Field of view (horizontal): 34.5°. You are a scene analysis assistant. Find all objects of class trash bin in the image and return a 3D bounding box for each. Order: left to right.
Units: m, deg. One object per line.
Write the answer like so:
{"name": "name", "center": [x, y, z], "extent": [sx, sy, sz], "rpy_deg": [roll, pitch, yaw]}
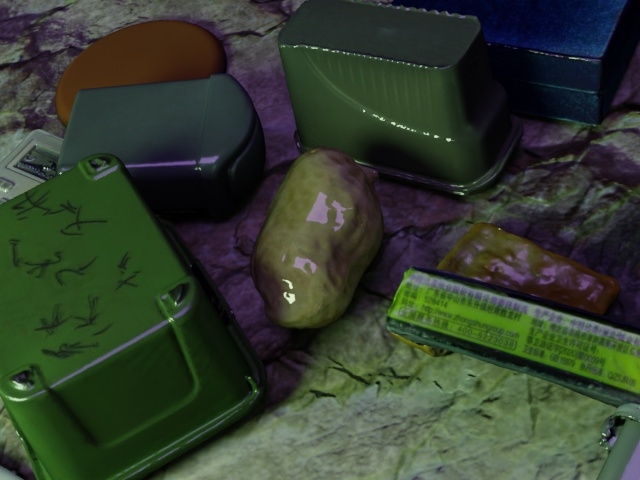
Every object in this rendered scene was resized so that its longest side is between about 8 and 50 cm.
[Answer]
{"name": "trash bin", "center": [-0.185, -0.114, 1.248], "extent": [0.236, 0.101, 0.176], "rpy_deg": [-3, 52, 6]}

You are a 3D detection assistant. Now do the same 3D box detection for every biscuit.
{"name": "biscuit", "center": [0.188, 0.066, 1.043], "extent": [0.183, 0.039, 0.174], "rpy_deg": [23, 57, 32]}

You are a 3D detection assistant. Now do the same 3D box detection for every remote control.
{"name": "remote control", "center": [-0.401, -0.011, 1.264], "extent": [0.109, 0.055, 0.313], "rpy_deg": [22, 54, 19]}

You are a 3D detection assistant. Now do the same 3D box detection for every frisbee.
{"name": "frisbee", "center": [-0.253, -0.229, 1.437], "extent": [0.251, 0.021, 0.250], "rpy_deg": [-9, 48, 9]}

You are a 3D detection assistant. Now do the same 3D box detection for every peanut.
{"name": "peanut", "center": [0.000, 0.000, 1.094], "extent": [0.129, 0.129, 0.224], "rpy_deg": [6, 58, 20]}

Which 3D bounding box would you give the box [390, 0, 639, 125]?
{"name": "box", "center": [0.254, -0.286, 1.285], "extent": [0.279, 0.116, 0.261], "rpy_deg": [14, 53, 26]}

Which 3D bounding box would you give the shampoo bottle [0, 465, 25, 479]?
{"name": "shampoo bottle", "center": [-0.384, 0.250, 1.024], "extent": [0.221, 0.051, 0.108], "rpy_deg": [20, 60, 29]}

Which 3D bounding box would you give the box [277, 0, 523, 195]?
{"name": "box", "center": [0.086, -0.170, 1.186], "extent": [0.274, 0.178, 0.138], "rpy_deg": [13, 54, 26]}

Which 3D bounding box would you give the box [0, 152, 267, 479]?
{"name": "box", "center": [-0.230, 0.073, 1.055], "extent": [0.253, 0.177, 0.328], "rpy_deg": [-29, 48, -13]}

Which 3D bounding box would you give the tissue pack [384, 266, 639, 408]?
{"name": "tissue pack", "center": [0.189, 0.087, 0.913], "extent": [0.236, 0.173, 0.073], "rpy_deg": [17, 87, 15]}

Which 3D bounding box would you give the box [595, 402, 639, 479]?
{"name": "box", "center": [0.300, 0.250, 0.779], "extent": [0.243, 0.163, 0.135], "rpy_deg": [27, 69, 31]}
